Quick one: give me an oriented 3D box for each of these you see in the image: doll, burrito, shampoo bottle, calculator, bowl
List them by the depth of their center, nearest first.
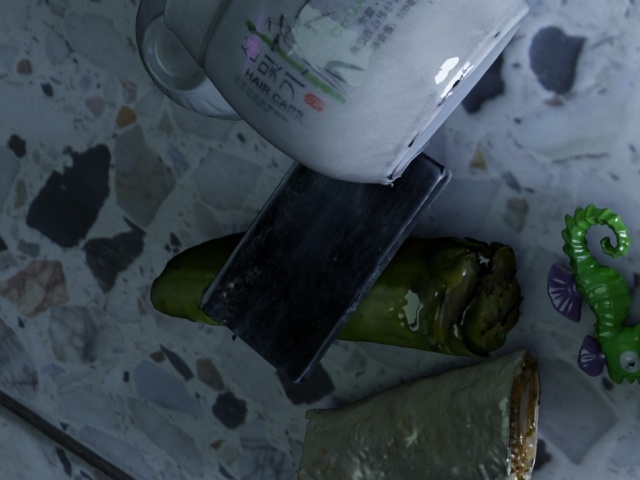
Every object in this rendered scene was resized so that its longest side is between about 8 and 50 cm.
[{"bbox_3d":[0.022,-0.207,1.553,0.266,0.273,0.273,37,124,4],"label":"shampoo bottle"},{"bbox_3d":[0.276,0.057,1.665,0.115,0.050,0.190,-18,99,38],"label":"doll"},{"bbox_3d":[0.000,0.000,1.708,0.161,0.021,0.262,39,96,34],"label":"calculator"},{"bbox_3d":[-0.124,-0.199,1.759,0.189,0.086,0.189,12,115,26],"label":"bowl"},{"bbox_3d":[0.111,0.211,1.794,0.299,0.105,0.143,-19,97,36],"label":"burrito"}]

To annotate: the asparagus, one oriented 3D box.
[{"bbox_3d":[0.011,0.045,1.767,0.381,0.128,0.108,4,138,30],"label":"asparagus"}]
